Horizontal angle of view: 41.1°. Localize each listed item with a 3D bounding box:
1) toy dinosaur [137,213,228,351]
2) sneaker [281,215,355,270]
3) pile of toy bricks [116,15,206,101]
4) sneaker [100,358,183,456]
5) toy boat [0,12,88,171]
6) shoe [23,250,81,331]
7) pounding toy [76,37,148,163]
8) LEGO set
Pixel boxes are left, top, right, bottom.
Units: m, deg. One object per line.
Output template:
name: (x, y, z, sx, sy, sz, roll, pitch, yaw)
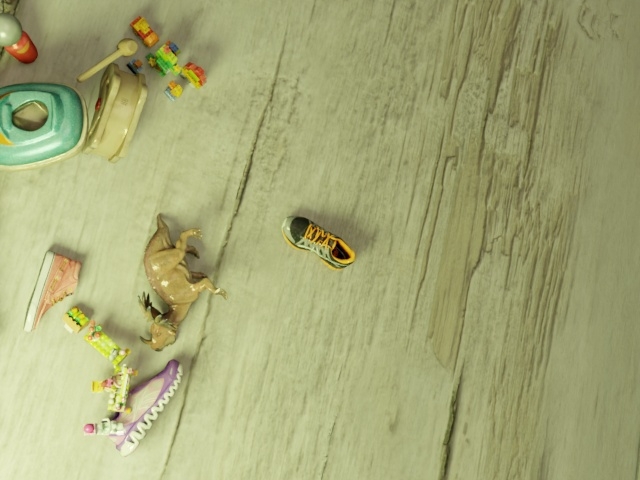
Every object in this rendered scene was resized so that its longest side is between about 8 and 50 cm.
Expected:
toy dinosaur: (-0.343, 0.086, 1.911, 0.200, 0.127, 0.296, -21, 89, -23)
sneaker: (0.000, 0.000, 2.136, 0.215, 0.083, 0.084, 30, 72, -22)
pile of toy bricks: (-0.361, -0.418, 1.963, 0.212, 0.105, 0.118, 48, 64, -17)
sneaker: (-0.394, 0.350, 1.869, 0.104, 0.095, 0.236, 37, 65, -6)
toy boat: (-0.620, -0.300, 1.749, 0.267, 0.148, 0.318, -11, 75, 2)
shoe: (-0.565, 0.115, 1.807, 0.081, 0.063, 0.178, 20, 71, -22)
pounding toy: (-0.476, -0.316, 1.873, 0.155, 0.154, 0.269, 18, 95, -27)
LEGO set: (-0.454, 0.259, 1.784, 0.132, 0.107, 0.287, -12, 76, -14)
